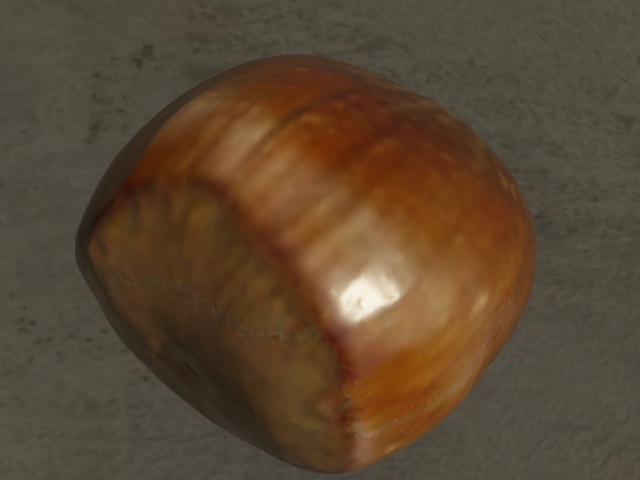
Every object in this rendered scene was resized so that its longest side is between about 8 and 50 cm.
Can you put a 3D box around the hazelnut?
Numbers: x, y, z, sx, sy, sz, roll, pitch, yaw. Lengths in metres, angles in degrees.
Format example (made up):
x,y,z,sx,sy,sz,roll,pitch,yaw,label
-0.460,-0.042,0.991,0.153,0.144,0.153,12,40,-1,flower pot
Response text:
x,y,z,sx,sy,sz,roll,pitch,yaw,label
0.000,0.000,0.411,0.150,0.150,0.150,1,92,21,hazelnut
